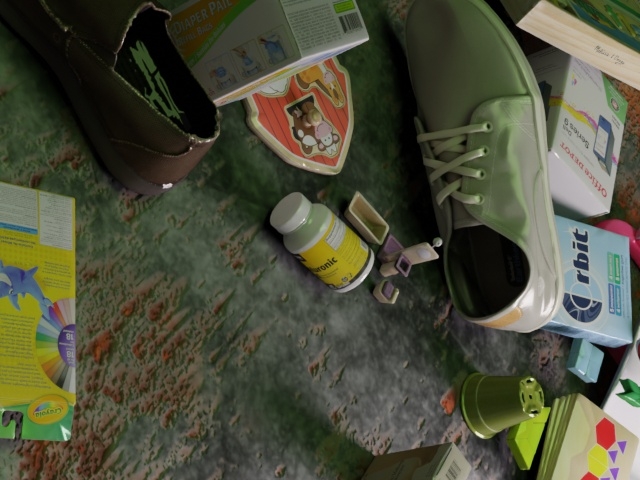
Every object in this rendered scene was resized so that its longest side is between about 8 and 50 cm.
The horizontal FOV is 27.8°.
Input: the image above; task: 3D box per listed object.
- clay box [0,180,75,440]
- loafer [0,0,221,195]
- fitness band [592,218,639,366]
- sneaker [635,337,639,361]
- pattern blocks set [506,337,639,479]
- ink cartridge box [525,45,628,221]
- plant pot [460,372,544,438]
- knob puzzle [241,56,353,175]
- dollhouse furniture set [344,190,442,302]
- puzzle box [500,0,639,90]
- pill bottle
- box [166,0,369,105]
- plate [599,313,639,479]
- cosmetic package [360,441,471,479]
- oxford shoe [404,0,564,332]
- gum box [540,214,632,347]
[{"bbox_3d":[-0.276,0.062,1.111,0.127,0.053,0.222,13,68,-44],"label":"clay box"},{"bbox_3d":[-0.203,-0.221,1.228,0.366,0.130,0.134,57,44,-17],"label":"loafer"},{"bbox_3d":[0.480,0.099,1.911,0.291,0.054,0.209,52,45,-19],"label":"fitness band"},{"bbox_3d":[0.460,0.190,1.745,0.118,0.042,0.067,60,24,-18],"label":"sneaker"},{"bbox_3d":[0.341,0.307,1.675,0.285,0.026,0.324,44,59,-24],"label":"pattern blocks set"},{"bbox_3d":[0.347,-0.151,1.825,0.154,0.093,0.212,42,51,-30],"label":"ink cartridge box"},{"bbox_3d":[0.228,0.197,1.587,0.083,0.079,0.083,19,63,-42],"label":"plant pot"},{"bbox_3d":[-0.017,-0.166,1.486,0.213,0.030,0.213,19,64,-43],"label":"knob puzzle"},{"bbox_3d":[0.080,0.000,1.493,0.114,0.081,0.091,47,47,-25],"label":"dollhouse furniture set"},{"bbox_3d":[0.363,-0.351,1.859,0.409,0.052,0.272,15,39,-43],"label":"puzzle box"},{"bbox_3d":[0.000,0.000,1.420,0.116,0.065,0.065,43,49,-28],"label":"pill bottle"},{"bbox_3d":[-0.072,-0.208,1.310,0.114,0.203,0.103,-25,95,-46],"label":"box"},{"bbox_3d":[0.502,0.238,1.838,0.277,0.045,0.278,36,72,-26],"label":"plate"},{"bbox_3d":[0.100,0.259,1.400,0.041,0.115,0.060,54,43,-18],"label":"cosmetic package"},{"bbox_3d":[0.191,-0.097,1.591,0.130,0.169,0.449,-16,94,-47],"label":"oxford shoe"},{"bbox_3d":[0.340,0.051,1.752,0.184,0.041,0.156,15,66,-27],"label":"gum box"}]
